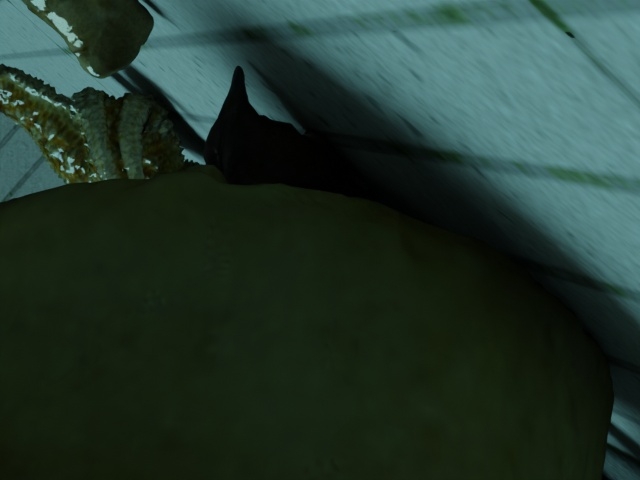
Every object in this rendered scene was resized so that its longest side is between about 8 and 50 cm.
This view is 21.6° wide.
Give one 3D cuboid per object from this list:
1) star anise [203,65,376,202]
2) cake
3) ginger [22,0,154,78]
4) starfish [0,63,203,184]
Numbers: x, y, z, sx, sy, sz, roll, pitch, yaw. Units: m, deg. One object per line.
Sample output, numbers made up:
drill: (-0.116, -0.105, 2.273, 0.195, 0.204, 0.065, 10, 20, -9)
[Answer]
star anise: (-0.059, 0.040, 0.806, 0.148, 0.227, 0.218, 36, -172, -21)
cake: (-0.046, 0.180, 0.670, 0.332, 0.321, 0.332, 6, 151, 4)
ginger: (-0.172, -0.111, 0.692, 0.075, 0.089, 0.288, 59, -156, 16)
starfish: (-0.118, -0.025, 1.209, 0.303, 0.113, 0.312, 45, 170, -33)
